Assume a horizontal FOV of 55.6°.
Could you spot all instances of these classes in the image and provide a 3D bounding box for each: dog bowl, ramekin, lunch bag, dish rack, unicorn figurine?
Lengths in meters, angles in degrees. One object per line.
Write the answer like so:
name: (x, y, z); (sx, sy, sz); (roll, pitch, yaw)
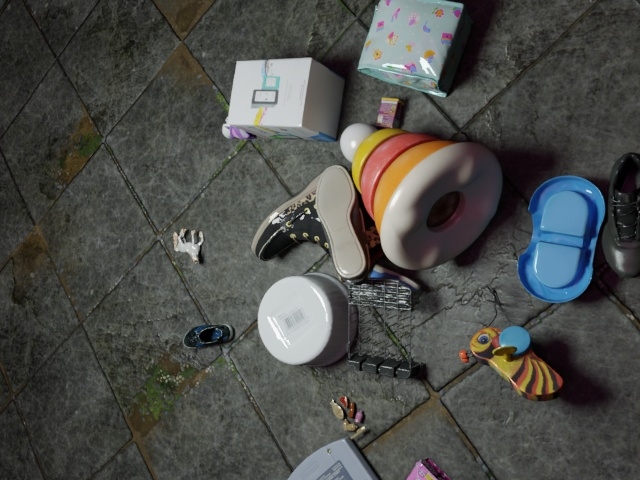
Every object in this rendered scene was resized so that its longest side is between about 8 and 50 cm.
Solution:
dog bowl: (0.572, 0.000, 1.435); (0.166, 0.074, 0.297); (11, 90, 31)
ramekin: (-0.046, 0.227, 1.738); (0.277, 0.135, 0.277); (-3, 84, 30)
lunch bag: (0.245, -0.531, 1.636); (0.262, 0.160, 0.223); (21, 96, 25)
dish rack: (0.165, 0.231, 1.622); (0.208, 0.074, 0.271); (3, 97, 29)
unicorn figurine: (-0.437, 0.019, 2.041); (0.162, 0.060, 0.111); (8, 89, 47)

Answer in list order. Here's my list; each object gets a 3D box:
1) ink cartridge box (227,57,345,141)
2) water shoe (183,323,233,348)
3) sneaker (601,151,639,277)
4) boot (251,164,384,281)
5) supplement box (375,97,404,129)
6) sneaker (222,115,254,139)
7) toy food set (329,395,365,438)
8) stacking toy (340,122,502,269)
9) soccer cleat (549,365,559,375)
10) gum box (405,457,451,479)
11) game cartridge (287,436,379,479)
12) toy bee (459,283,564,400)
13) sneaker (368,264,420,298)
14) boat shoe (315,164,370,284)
ink cartridge box: (-0.102, -0.413, 1.802); (0.270, 0.198, 0.197); (8, 90, 32)
water shoe: (-0.378, 0.303, 1.956); (0.203, 0.080, 0.072); (-17, 76, 28)
sneaker: (0.677, -0.059, 1.347); (0.109, 0.130, 0.286); (-2, 85, 28)
boot: (0.000, 0.000, 1.734); (0.377, 0.138, 0.284); (-40, 66, 10)
supplement box: (0.196, -0.355, 1.710); (0.055, 0.043, 0.083); (14, 91, 31)
sneaker: (-0.225, -0.425, 1.944); (0.105, 0.095, 0.236); (26, 103, 23)
toy food set: (0.083, 0.488, 1.703); (0.078, 0.019, 0.122); (-42, 58, 20)
stacking toy: (0.195, -0.184, 1.579); (0.350, 0.351, 0.480); (-54, 47, 14)
soccer cleat: (0.533, 0.314, 1.452); (0.083, 0.029, 0.035); (36, 112, 32)
gum box: (0.294, 0.655, 1.534); (0.188, 0.062, 0.107); (41, 105, 27)
game cartridge: (0.020, 0.695, 1.699); (0.297, 0.062, 0.198); (-46, 60, 18)
toy bee: (0.425, 0.273, 1.442); (0.162, 0.195, 0.298); (-32, 31, 3)
sneaker: (0.196, 0.128, 1.648); (0.152, 0.058, 0.084); (23, 91, 35)
boat shoe: (0.060, -0.037, 1.605); (0.112, 0.095, 0.335); (-14, 64, 9)
